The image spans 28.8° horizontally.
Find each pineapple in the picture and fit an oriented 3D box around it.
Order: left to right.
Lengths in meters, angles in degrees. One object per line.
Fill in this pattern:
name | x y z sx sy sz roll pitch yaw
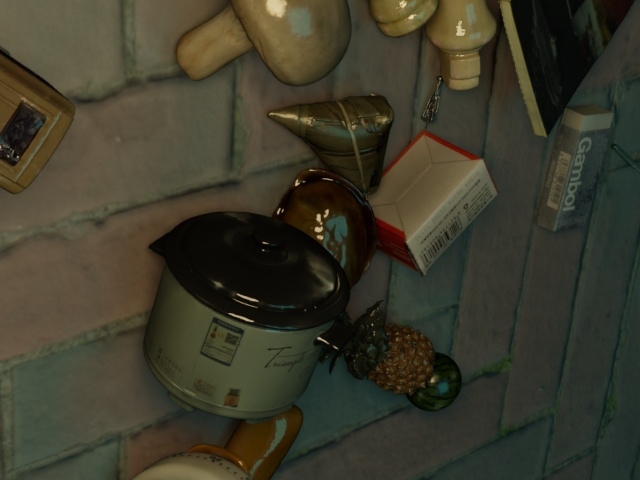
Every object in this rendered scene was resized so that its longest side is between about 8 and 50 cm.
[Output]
pineapple | 0.057 0.159 1.878 0.130 0.119 0.277 -24 147 30

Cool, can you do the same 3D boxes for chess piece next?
chess piece | 0.068 -0.364 1.612 0.090 0.090 0.200 -48 126 -11
chess piece | 0.189 -0.382 1.686 0.117 0.117 0.397 -31 133 -28

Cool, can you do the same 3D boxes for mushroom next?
mushroom | -0.074 -0.266 1.468 0.215 0.207 0.207 -27 140 16

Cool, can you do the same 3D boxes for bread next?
bread | -0.110 0.341 1.848 0.093 0.074 0.239 28 93 -53

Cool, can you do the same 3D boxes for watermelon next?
watermelon | 0.180 0.233 2.040 0.109 0.109 0.109 -22 127 -33

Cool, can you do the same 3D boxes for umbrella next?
umbrella | 0.167 -0.203 1.835 0.031 0.020 0.083 -2 109 -43

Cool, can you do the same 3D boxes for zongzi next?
zongzi | 0.003 -0.113 1.712 0.178 0.081 0.189 -6 134 -17

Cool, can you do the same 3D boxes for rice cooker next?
rice cooker | -0.095 0.084 1.578 0.241 0.281 0.227 -39 153 -56

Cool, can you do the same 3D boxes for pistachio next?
pistachio | 0.000 0.000 1.713 0.165 0.130 0.210 -8 112 -14

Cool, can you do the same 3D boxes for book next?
book | 0.385 -0.373 1.869 0.374 0.028 0.262 -54 139 -27

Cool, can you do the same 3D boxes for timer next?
timer | -0.185 0.410 1.690 0.240 0.234 0.233 -27 136 -69

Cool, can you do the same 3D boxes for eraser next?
eraser | 0.431 -0.121 2.110 0.092 0.046 0.212 -10 120 -39

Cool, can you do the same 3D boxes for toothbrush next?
toothbrush | 0.566 -0.138 2.251 0.011 0.014 0.167 -52 138 6

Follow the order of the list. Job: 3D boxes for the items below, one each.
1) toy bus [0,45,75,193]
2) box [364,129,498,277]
toy bus | -0.391 -0.165 1.224 0.139 0.157 0.289 -56 138 -3
box | 0.151 -0.053 1.822 0.182 0.133 0.099 -48 136 -14
